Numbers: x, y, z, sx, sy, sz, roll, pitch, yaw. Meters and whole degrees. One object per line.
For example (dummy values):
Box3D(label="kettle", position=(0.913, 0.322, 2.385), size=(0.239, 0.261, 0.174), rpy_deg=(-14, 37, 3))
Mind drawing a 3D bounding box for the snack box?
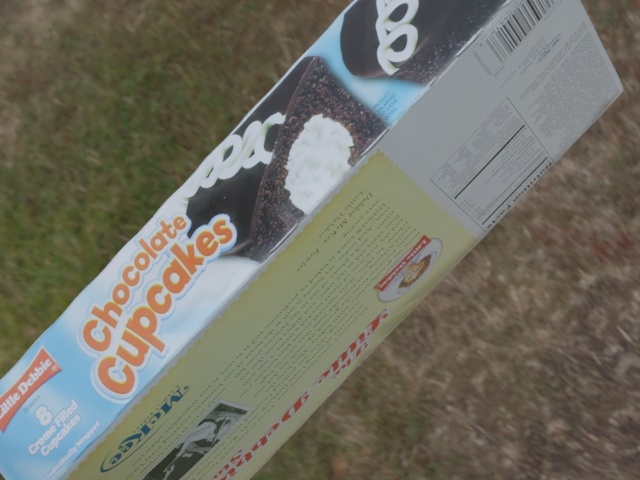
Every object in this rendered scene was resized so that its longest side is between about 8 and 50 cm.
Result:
Box3D(label="snack box", position=(0.000, 0.000, 0.715), size=(0.322, 0.187, 0.060), rpy_deg=(-46, 67, 4))
